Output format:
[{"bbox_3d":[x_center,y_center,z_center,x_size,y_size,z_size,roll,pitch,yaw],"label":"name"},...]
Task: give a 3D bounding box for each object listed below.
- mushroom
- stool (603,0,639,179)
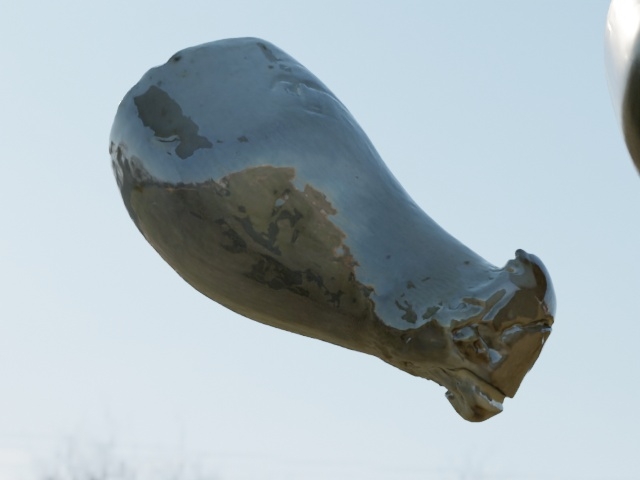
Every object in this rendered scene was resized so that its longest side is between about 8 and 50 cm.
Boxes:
[{"bbox_3d":[0.000,0.000,0.884,0.225,0.116,0.093,43,9,28],"label":"mushroom"},{"bbox_3d":[0.215,-0.019,0.748,0.179,0.264,0.179,0,-55,-1],"label":"stool"}]
